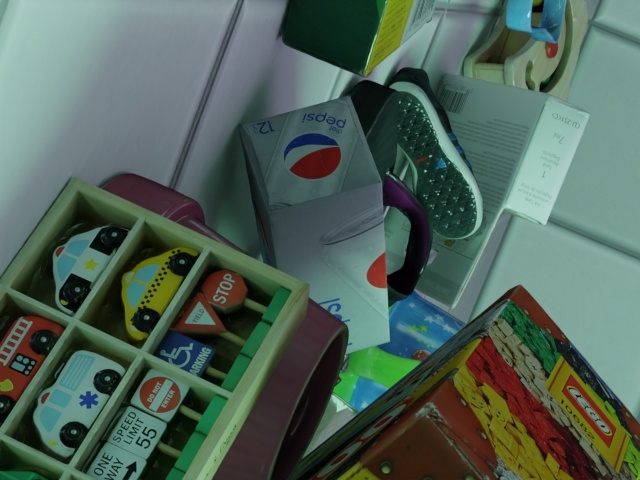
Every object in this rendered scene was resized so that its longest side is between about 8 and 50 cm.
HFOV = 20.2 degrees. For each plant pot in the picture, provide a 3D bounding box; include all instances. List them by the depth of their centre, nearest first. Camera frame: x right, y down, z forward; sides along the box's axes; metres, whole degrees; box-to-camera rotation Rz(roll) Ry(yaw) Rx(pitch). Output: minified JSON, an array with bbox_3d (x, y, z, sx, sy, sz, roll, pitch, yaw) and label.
[{"bbox_3d":[-0.088,0.079,1.199,0.201,0.180,0.201,23,90,-79],"label":"plant pot"}]

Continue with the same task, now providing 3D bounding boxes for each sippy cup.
[{"bbox_3d":[0.147,0.196,2.443,0.305,0.224,0.240,-50,160,-54],"label":"sippy cup"}]

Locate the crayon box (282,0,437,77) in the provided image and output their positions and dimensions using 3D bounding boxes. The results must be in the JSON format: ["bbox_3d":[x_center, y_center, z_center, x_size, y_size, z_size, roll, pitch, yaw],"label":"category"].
[{"bbox_3d":[0.077,-0.311,1.437,0.202,0.081,0.318,-46,158,-62],"label":"crayon box"}]

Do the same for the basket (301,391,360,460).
[{"bbox_3d":[-0.073,0.229,1.641,0.204,0.154,0.227,40,77,-34],"label":"basket"}]

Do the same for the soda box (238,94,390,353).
[{"bbox_3d":[0.000,0.000,1.526,0.286,0.098,0.091,84,-11,-60],"label":"soda box"}]

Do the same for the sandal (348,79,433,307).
[{"bbox_3d":[0.056,-0.003,1.904,0.445,0.107,0.167,89,27,-66],"label":"sandal"}]

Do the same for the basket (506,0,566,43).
[{"bbox_3d":[0.236,-0.346,1.798,0.255,0.201,0.288,-19,122,-77],"label":"basket"}]

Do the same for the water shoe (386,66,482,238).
[{"bbox_3d":[0.131,-0.097,1.955,0.203,0.073,0.080,65,28,-29],"label":"water shoe"}]

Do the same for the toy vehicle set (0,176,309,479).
[{"bbox_3d":[-0.137,0.099,1.039,0.035,0.166,0.267,97,19,-56],"label":"toy vehicle set"}]

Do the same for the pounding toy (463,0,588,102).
[{"bbox_3d":[0.239,-0.241,2.391,0.154,0.155,0.269,31,72,-51],"label":"pounding toy"}]

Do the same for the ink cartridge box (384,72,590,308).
[{"bbox_3d":[0.176,-0.057,2.107,0.261,0.066,0.296,-67,-159,2],"label":"ink cartridge box"}]

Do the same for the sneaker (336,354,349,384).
[{"bbox_3d":[-0.021,0.036,1.725,0.083,0.087,0.221,-7,110,-42],"label":"sneaker"}]

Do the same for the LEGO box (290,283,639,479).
[{"bbox_3d":[-0.011,0.286,1.271,0.500,0.193,0.372,-41,178,17],"label":"LEGO box"}]
